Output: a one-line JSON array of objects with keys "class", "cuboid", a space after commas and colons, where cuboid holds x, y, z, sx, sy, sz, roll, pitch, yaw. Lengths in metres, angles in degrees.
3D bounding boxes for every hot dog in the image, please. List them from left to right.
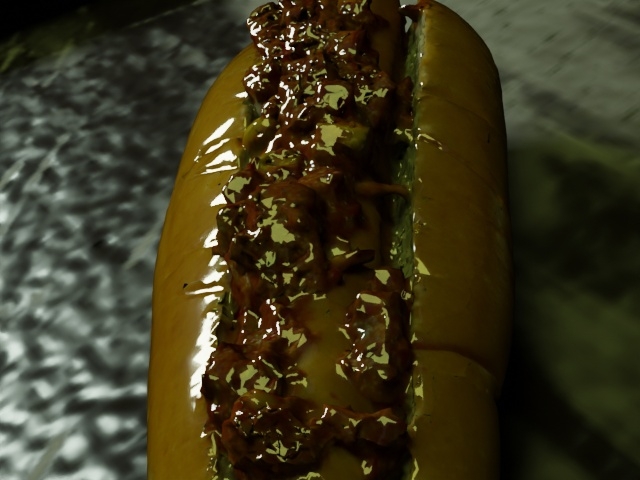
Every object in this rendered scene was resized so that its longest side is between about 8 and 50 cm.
[{"class": "hot dog", "cuboid": [0.000, 0.000, 0.404, 0.102, 0.076, 0.249, -15, 37, 18]}]
